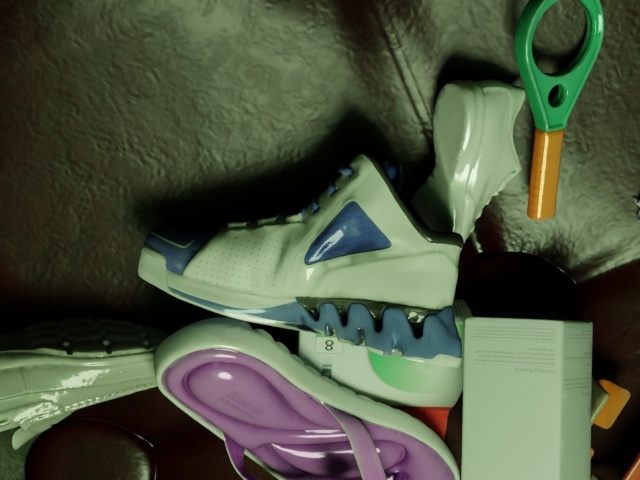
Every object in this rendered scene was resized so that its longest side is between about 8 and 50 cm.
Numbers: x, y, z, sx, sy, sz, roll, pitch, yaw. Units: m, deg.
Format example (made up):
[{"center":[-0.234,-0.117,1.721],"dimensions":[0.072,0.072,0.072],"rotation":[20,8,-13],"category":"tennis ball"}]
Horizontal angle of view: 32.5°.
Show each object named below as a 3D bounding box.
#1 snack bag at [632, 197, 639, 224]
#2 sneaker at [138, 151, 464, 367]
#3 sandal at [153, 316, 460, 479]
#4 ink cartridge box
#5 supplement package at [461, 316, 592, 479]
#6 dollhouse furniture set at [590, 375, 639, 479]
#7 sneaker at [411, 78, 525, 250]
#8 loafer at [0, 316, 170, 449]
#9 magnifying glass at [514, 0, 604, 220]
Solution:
[{"center":[0.520,-0.120,1.072],"dimensions":[0.342,0.037,0.323],"rotation":[12,117,-10],"category":"snack bag"},{"center":[0.001,0.000,1.052],"dimensions":[0.315,0.127,0.182],"rotation":[12,86,17],"category":"sneaker"},{"center":[-0.014,0.224,1.150],"dimensions":[0.169,0.102,0.416],"rotation":[-35,127,29],"category":"sandal"},{"center":[0.060,0.165,1.188],"dimensions":[0.181,0.056,0.225],"rotation":[2,116,-4],"category":"ink cartridge box"},{"center":[0.209,0.168,1.108],"dimensions":[0.105,0.105,0.179],"rotation":[0,85,30],"category":"supplement package"},{"center":[0.346,0.297,1.200],"dimensions":[0.262,0.135,0.259],"rotation":[27,101,-16],"category":"dollhouse furniture set"},{"center":[0.150,-0.055,1.069],"dimensions":[0.094,0.080,0.212],"rotation":[-7,127,-27],"category":"sneaker"},{"center":[-0.299,0.149,1.099],"dimensions":[0.319,0.112,0.111],"rotation":[-6,110,-16],"category":"loafer"},{"center":[0.219,-0.128,1.033],"dimensions":[0.092,0.026,0.231],"rotation":[-13,120,-26],"category":"magnifying glass"}]
